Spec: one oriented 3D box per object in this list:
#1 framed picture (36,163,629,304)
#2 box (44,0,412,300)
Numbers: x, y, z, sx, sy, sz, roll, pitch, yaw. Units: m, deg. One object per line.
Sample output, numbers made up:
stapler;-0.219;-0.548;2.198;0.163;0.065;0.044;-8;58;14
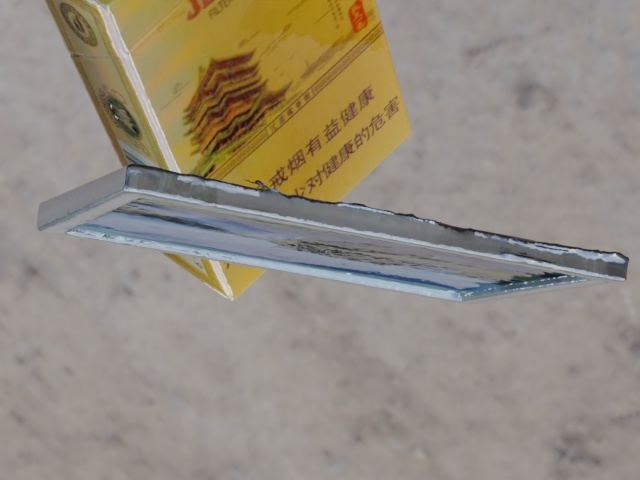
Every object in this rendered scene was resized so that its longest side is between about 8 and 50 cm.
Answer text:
framed picture;0.000;0.000;0.588;0.149;0.011;0.109;10;171;-19
box;-0.049;-0.113;1.193;0.076;0.174;0.274;32;157;34
